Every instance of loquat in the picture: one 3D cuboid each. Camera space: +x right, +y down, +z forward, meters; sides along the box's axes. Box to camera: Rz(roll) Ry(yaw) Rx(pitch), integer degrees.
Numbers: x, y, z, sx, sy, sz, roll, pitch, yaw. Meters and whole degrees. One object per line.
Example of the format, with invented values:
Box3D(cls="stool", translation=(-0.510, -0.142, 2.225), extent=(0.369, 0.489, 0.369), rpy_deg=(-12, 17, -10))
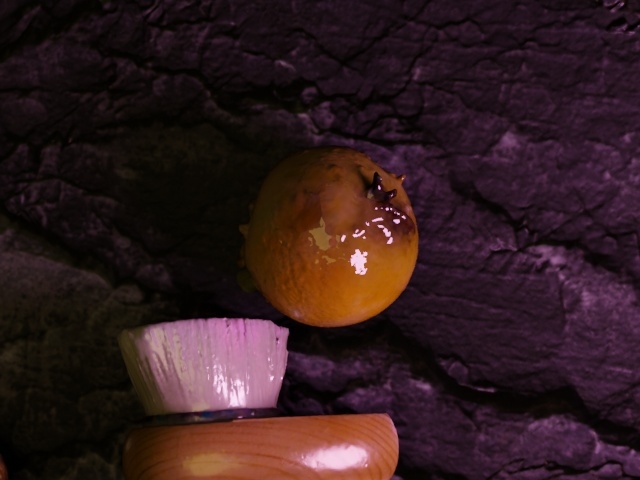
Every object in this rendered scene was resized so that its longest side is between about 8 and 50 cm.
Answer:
Box3D(cls="loquat", translation=(0.000, 0.000, 1.298), extent=(0.205, 0.149, 0.172), rpy_deg=(-25, 87, 26))

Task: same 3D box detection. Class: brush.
Box3D(cls="brush", translation=(-0.060, 0.157, 1.310), extent=(0.267, 0.174, 0.166), rpy_deg=(-2, 81, 4))

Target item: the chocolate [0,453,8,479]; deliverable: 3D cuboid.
Box3D(cls="chocolate", translation=(-0.464, 0.210, 1.411), extent=(0.309, 0.134, 0.134), rpy_deg=(26, 96, 11))
